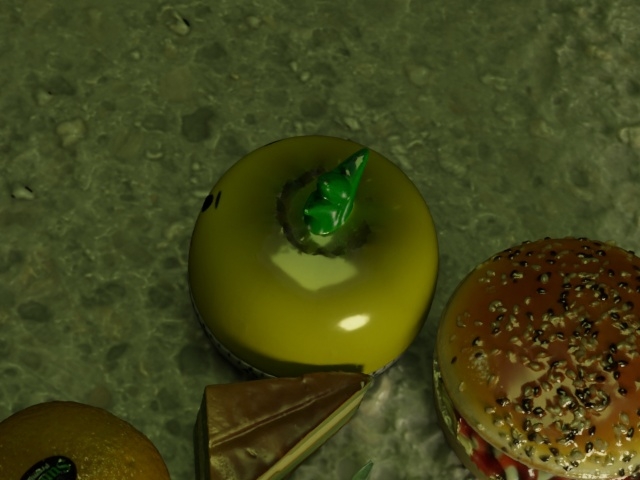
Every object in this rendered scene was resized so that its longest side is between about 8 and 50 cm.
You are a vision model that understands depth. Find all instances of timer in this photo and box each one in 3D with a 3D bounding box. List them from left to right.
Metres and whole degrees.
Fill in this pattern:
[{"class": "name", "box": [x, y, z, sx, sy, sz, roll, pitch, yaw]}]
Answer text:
[{"class": "timer", "box": [0.000, 0.000, 1.842, 0.285, 0.285, 0.285, 4, 60, -6]}]

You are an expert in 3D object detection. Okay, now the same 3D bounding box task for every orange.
[{"class": "orange", "box": [-0.244, 0.268, 1.688, 0.236, 0.236, 0.236, 4, 60, -6]}]

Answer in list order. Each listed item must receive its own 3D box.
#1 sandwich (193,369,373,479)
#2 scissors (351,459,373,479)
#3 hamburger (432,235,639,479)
[{"class": "sandwich", "box": [-0.033, 0.219, 1.803, 0.187, 0.117, 0.144, -5, 64, -13]}, {"class": "scissors", "box": [0.003, 0.298, 1.776, 0.144, 0.017, 0.247, 20, 43, 36]}, {"class": "hamburger", "box": [0.256, 0.133, 1.859, 0.300, 0.176, 0.300, 3, 59, -5]}]
